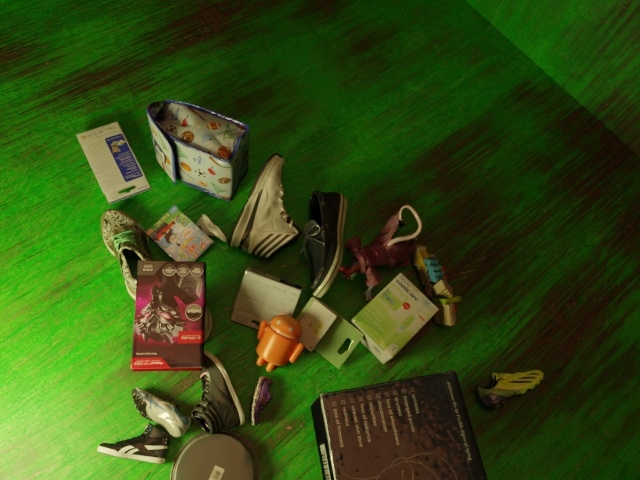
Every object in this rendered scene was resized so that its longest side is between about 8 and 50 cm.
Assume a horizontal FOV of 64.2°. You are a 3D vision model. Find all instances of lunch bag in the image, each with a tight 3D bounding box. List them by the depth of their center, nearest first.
[{"bbox_3d":[-0.500,-0.362,2.039,0.386,0.327,0.238,24,63,1],"label":"lunch bag"}]

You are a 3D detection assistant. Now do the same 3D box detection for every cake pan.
[{"bbox_3d":[-0.348,0.775,1.686,0.294,0.054,0.293,4,65,-8],"label":"cake pan"}]

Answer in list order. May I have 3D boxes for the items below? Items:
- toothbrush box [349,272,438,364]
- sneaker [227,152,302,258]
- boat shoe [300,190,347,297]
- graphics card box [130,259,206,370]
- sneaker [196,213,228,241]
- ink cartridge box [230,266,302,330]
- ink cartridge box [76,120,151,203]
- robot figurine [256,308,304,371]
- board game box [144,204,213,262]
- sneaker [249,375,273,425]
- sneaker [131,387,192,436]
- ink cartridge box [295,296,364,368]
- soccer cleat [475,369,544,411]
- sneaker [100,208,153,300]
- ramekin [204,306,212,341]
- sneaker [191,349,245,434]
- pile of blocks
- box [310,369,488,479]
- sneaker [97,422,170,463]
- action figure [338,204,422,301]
[{"bbox_3d":[0.277,0.300,1.969,0.283,0.122,0.206,-39,77,-24],"label":"toothbrush box"},{"bbox_3d":[-0.179,-0.126,2.092,0.258,0.169,0.447,24,72,-7],"label":"sneaker"},{"bbox_3d":[0.000,0.000,2.009,0.156,0.187,0.499,19,53,-15],"label":"boat shoe"},{"bbox_3d":[-0.511,0.255,1.741,0.233,0.094,0.370,3,74,-13],"label":"graphics card box"},{"bbox_3d":[-0.434,-0.038,2.055,0.152,0.053,0.061,41,84,11],"label":"sneaker"},{"bbox_3d":[-0.204,0.236,1.913,0.224,0.223,0.045,21,19,-1],"label":"ink cartridge box"},{"bbox_3d":[-0.849,-0.314,2.103,0.176,0.069,0.370,-25,69,-19],"label":"ink cartridge box"},{"bbox_3d":[-0.150,0.362,1.843,0.128,0.158,0.219,25,95,-35],"label":"robot figurine"},{"bbox_3d":[-0.549,-0.009,1.993,0.211,0.039,0.160,44,70,-5],"label":"board game box"},{"bbox_3d":[-0.206,0.566,1.800,0.071,0.068,0.169,18,63,-7],"label":"sneaker"},{"bbox_3d":[-0.544,0.576,1.741,0.237,0.085,0.086,32,33,12],"label":"sneaker"},{"bbox_3d":[0.017,0.344,1.895,0.235,0.056,0.171,37,97,13],"label":"ink cartridge box"},{"bbox_3d":[0.724,0.542,1.945,0.289,0.093,0.121,-20,63,-18],"label":"soccer cleat"},{"bbox_3d":[-0.706,0.030,1.901,0.158,0.182,0.410,-28,72,-19],"label":"sneaker"},{"bbox_3d":[-0.501,0.295,1.853,0.207,0.109,0.207,4,65,-8],"label":"ramekin"},{"bbox_3d":[-0.386,0.523,1.749,0.147,0.104,0.295,-18,72,-40],"label":"sneaker"},{"bbox_3d":[0.487,0.165,2.049,0.113,0.149,0.362,-8,68,-25],"label":"pile of blocks"},{"bbox_3d":[0.249,0.719,1.672,0.472,0.297,0.479,-7,66,-10],"label":"box"},{"bbox_3d":[-0.610,0.661,1.690,0.217,0.079,0.121,15,61,-11],"label":"sneaker"},{"bbox_3d":[0.229,0.063,2.001,0.370,0.275,0.248,-26,78,-34],"label":"action figure"}]
